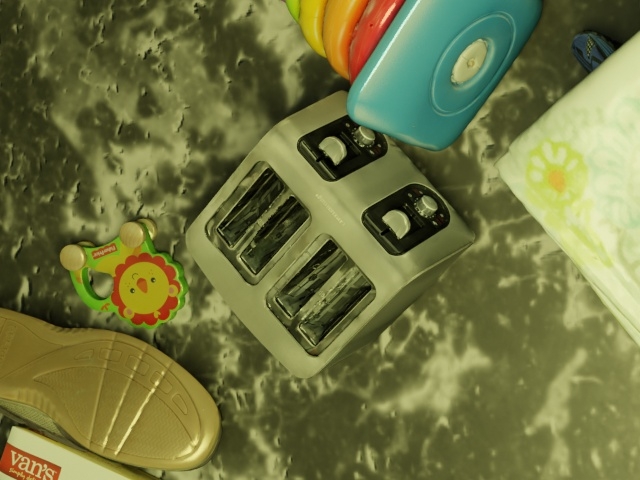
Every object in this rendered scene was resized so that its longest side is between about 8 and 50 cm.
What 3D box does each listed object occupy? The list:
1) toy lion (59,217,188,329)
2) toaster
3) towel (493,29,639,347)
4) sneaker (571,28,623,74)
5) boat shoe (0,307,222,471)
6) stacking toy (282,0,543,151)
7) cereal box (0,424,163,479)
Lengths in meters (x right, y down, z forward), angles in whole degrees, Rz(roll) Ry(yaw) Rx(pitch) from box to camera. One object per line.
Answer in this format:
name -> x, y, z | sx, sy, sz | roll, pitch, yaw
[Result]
toy lion -> -0.169, 0.035, 1.338 | 0.100, 0.034, 0.096 | -20, 90, 18
toaster -> 0.000, 0.000, 1.213 | 0.168, 0.110, 0.185 | 50, 126, 10
towel -> 0.336, -0.043, 0.917 | 0.374, 0.090, 0.320 | -41, 84, 22
sneaker -> 0.241, -0.062, 1.170 | 0.087, 0.083, 0.221 | -27, 78, 22
boat shoe -> -0.204, 0.131, 1.315 | 0.285, 0.092, 0.102 | 14, 75, 21
stacking toy -> 0.018, -0.220, 1.229 | 0.302, 0.175, 0.165 | 40, 104, 30
cereal box -> -0.231, 0.303, 1.343 | 0.173, 0.047, 0.240 | 20, 96, 18
